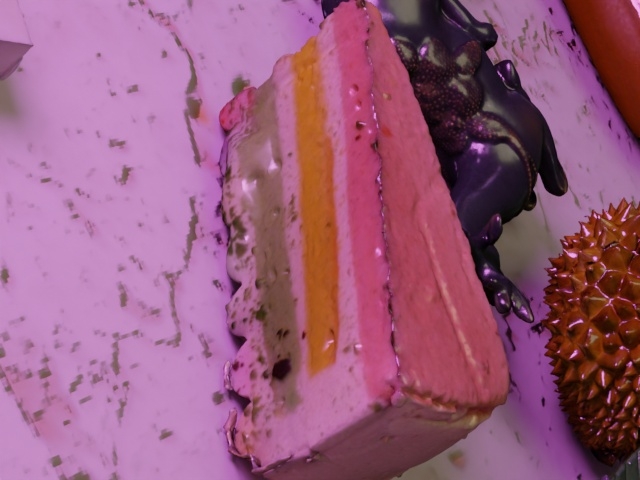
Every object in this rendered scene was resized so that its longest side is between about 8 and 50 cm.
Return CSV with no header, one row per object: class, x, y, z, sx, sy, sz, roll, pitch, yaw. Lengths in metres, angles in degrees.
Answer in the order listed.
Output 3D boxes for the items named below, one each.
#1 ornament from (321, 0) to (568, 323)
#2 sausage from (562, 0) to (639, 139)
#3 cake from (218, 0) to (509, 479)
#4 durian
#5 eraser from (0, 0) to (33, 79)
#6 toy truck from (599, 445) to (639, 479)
ornament,0.050,-0.043,0.893,0.202,0.080,0.236,50,35,-17
sausage,0.225,-0.186,1.211,0.105,0.105,0.274,-6,68,-53
cake,0.016,0.007,0.783,0.090,0.109,0.225,23,48,-37
durian,0.187,0.049,0.941,0.158,0.137,0.168,30,64,-50
eraser,-0.220,-0.179,0.706,0.157,0.038,0.230,4,59,-50
toy truck,0.234,0.200,0.885,0.242,0.125,0.101,47,34,-16
